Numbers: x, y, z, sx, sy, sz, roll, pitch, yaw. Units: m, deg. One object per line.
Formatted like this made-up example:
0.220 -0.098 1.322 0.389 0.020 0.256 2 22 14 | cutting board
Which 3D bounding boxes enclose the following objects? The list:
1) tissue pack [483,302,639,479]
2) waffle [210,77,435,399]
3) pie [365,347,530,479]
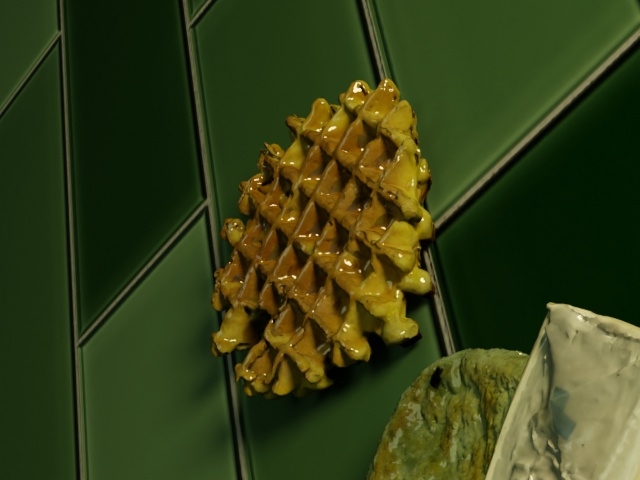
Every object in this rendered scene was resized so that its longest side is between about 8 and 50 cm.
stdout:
0.159 0.126 0.635 0.092 0.196 0.148 15 85 58 | tissue pack
0.000 0.000 1.094 0.228 0.051 0.232 -28 49 47 | waffle
0.087 0.149 0.880 0.187 0.041 0.187 -34 45 42 | pie
